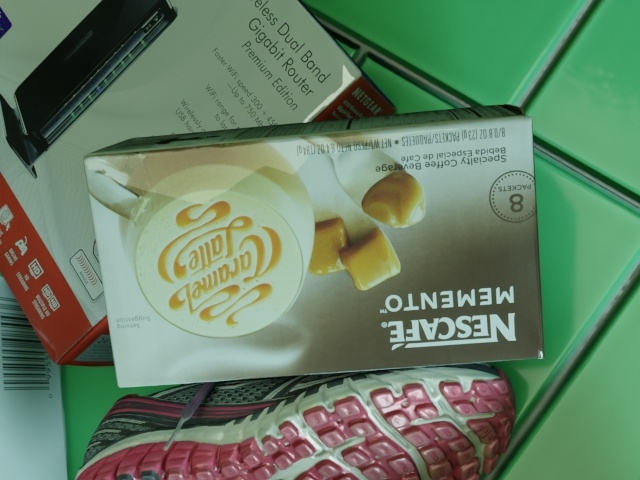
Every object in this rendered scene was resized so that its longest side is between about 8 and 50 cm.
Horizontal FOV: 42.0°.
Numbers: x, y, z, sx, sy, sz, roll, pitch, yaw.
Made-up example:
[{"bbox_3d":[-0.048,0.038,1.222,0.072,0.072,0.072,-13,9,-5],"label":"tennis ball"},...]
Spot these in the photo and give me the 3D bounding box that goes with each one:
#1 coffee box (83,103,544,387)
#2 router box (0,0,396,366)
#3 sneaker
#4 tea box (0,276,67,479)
[{"bbox_3d":[0.000,0.000,0.505,0.247,0.098,0.141,-4,102,5],"label":"coffee box"},{"bbox_3d":[-0.161,-0.125,0.657,0.301,0.082,0.335,-43,68,11],"label":"router box"},{"bbox_3d":[-0.024,0.120,0.548,0.299,0.121,0.112,-12,34,10],"label":"sneaker"},{"bbox_3d":[-0.378,0.207,0.616,0.324,0.220,0.329,-11,77,20],"label":"tea box"}]
